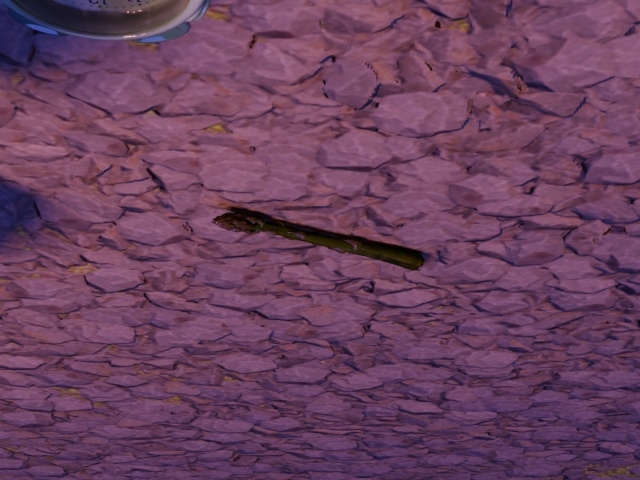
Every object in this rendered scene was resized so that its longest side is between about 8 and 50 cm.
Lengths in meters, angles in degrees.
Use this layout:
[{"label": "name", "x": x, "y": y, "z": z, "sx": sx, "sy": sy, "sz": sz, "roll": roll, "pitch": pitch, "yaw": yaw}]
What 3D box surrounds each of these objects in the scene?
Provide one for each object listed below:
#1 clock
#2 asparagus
[{"label": "clock", "x": -0.137, "y": -0.179, "z": 0.776, "sx": 0.148, "sy": 0.060, "sz": 0.188, "roll": 4, "pitch": 156, "yaw": -9}, {"label": "asparagus", "x": 0.000, "y": 0.000, "z": 1.222, "sx": 0.232, "sy": 0.022, "sz": 0.023, "roll": 12, "pitch": -162, "yaw": -28}]
